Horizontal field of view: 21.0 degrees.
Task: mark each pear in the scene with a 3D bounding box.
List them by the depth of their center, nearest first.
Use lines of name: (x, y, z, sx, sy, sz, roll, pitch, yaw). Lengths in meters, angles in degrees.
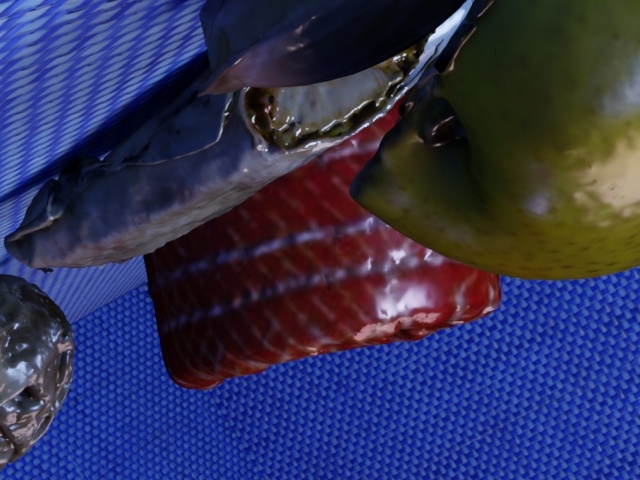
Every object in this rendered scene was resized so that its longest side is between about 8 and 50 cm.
pear: (0.191, -0.118, 0.933, 0.386, 0.191, 0.340, -53, -178, -36)

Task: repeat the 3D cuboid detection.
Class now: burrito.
burrito: (-0.066, -0.077, 1.221, 0.348, 0.107, 0.175, -30, -166, 25)

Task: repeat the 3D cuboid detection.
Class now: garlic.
garlic: (0.020, -0.142, 0.915, 0.196, 0.087, 0.101, -31, 166, 25)

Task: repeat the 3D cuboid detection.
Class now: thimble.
thimble: (0.000, 0.000, 1.647, 0.350, 0.230, 0.350, -12, 175, -1)

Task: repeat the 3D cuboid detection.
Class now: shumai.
shumai: (-0.342, 0.130, 1.624, 0.206, 0.166, 0.175, -57, 165, 11)

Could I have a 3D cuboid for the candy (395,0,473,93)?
candy: (0.072, -0.175, 1.629, 0.138, 0.071, 0.174, -33, 180, -10)
